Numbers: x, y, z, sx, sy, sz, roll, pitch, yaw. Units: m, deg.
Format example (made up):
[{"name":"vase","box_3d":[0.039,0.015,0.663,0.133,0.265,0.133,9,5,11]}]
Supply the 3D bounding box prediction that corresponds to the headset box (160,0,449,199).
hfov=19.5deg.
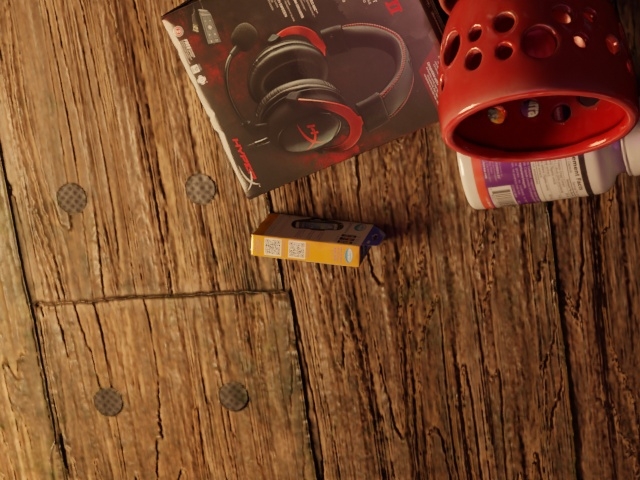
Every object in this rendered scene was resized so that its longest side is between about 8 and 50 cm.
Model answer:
[{"name":"headset box","box_3d":[0.018,-0.201,1.936,0.293,0.110,0.218,-21,102,19]}]

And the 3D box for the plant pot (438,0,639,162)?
[{"name":"plant pot","box_3d":[0.206,-0.184,1.795,0.191,0.191,0.174,-6,71,15]}]

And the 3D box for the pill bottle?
[{"name":"pill bottle","box_3d":[0.244,-0.096,1.919,0.193,0.108,0.108,-7,106,15]}]

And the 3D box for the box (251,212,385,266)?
[{"name":"box","box_3d":[0.000,0.000,2.024,0.136,0.081,0.028,8,110,11]}]
